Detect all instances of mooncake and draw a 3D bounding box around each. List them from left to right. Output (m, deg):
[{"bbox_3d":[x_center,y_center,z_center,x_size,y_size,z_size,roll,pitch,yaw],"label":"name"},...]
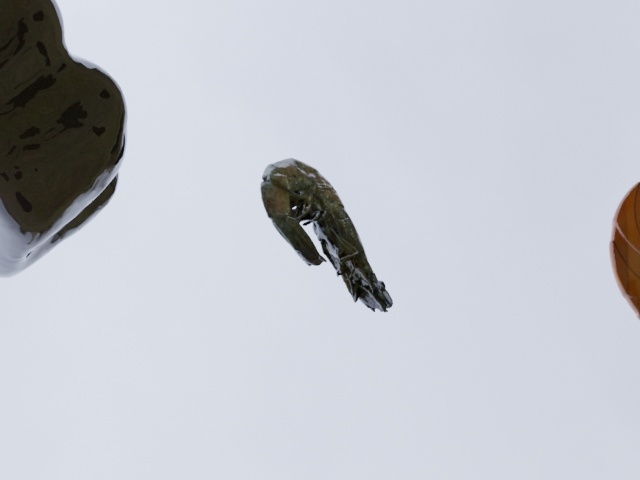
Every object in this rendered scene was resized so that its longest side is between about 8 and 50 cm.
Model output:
[{"bbox_3d":[-0.230,-0.091,0.812,0.133,0.245,0.245,-43,-53,-22],"label":"mooncake"}]

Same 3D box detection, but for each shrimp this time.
[{"bbox_3d":[0.000,0.000,1.112,0.091,0.034,0.161,-16,-113,-47],"label":"shrimp"}]

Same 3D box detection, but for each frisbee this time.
[{"bbox_3d":[0.367,0.015,1.263,0.192,0.035,0.192,5,-110,-12],"label":"frisbee"}]
